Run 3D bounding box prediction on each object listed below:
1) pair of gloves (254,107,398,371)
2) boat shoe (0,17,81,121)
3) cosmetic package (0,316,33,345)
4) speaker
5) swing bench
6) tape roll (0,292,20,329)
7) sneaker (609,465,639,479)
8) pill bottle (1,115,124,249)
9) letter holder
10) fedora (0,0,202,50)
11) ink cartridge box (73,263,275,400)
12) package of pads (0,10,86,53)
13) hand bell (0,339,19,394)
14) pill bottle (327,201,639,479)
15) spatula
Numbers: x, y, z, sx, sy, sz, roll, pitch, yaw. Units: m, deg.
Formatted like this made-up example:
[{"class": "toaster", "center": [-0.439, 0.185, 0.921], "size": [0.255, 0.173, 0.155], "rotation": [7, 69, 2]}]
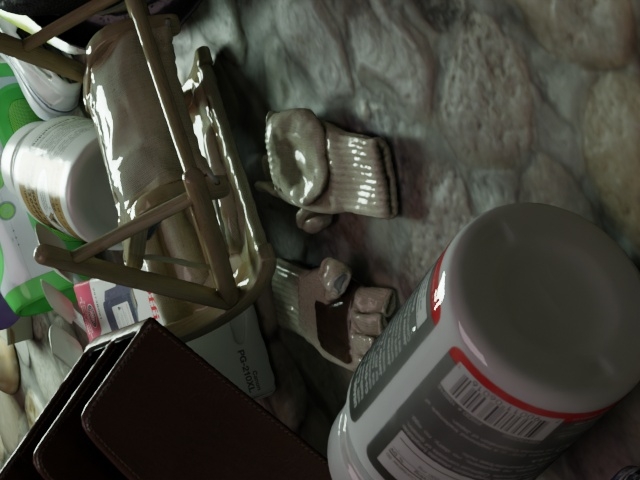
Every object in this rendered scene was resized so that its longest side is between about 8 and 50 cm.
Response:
[{"class": "pair of gloves", "center": [0.000, 0.000, 1.468], "size": [0.204, 0.042, 0.240], "rotation": [27, 125, 53]}, {"class": "boat shoe", "center": [-0.345, -0.247, 1.913], "size": [0.226, 0.083, 0.076], "rotation": [53, 135, 13]}, {"class": "cosmetic package", "center": [-0.432, 0.080, 2.238], "size": [0.060, 0.041, 0.115], "rotation": [32, 130, 48]}, {"class": "speaker", "center": [-0.372, -0.063, 1.985], "size": [0.131, 0.131, 0.296], "rotation": [-38, 71, 58]}, {"class": "swing bench", "center": [-0.157, -0.074, 1.502], "size": [0.254, 0.165, 0.253], "rotation": [43, -155, -59]}, {"class": "tape roll", "center": [-0.458, 0.025, 2.155], "size": [0.189, 0.080, 0.189], "rotation": [-10, 77, 47]}, {"class": "sneaker", "center": [0.231, 0.184, 1.156], "size": [0.058, 0.052, 0.135], "rotation": [62, 148, 29]}, {"class": "pill bottle", "center": [-0.266, -0.071, 1.794], "size": [0.229, 0.131, 0.131], "rotation": [17, 119, 56]}, {"class": "letter holder", "center": [-0.128, 0.253, 1.496], "size": [0.302, 0.214, 0.152], "rotation": [41, 154, -15]}, {"class": "fedora", "center": [-0.239, -0.322, 1.498], "size": [0.334, 0.152, 0.334], "rotation": [12, 116, 26]}, {"class": "ink cartridge box", "center": [-0.160, 0.102, 1.728], "size": [0.237, 0.100, 0.172], "rotation": [-17, 90, 61]}, {"class": "package of pads", "center": [-0.293, -0.334, 1.744], "size": [0.296, 0.101, 0.229], "rotation": [29, 127, 52]}, {"class": "hand bell", "center": [-0.571, 0.195, 2.328], "size": [0.126, 0.242, 0.126], "rotation": [35, 133, 49]}, {"class": "pill bottle", "center": [0.115, 0.109, 1.204], "size": [0.161, 0.161, 0.283], "rotation": [62, 148, 20]}, {"class": "spatula", "center": [-0.266, 0.093, 1.846], "size": [0.242, 0.019, 0.168], "rotation": [53, -163, -62]}]
